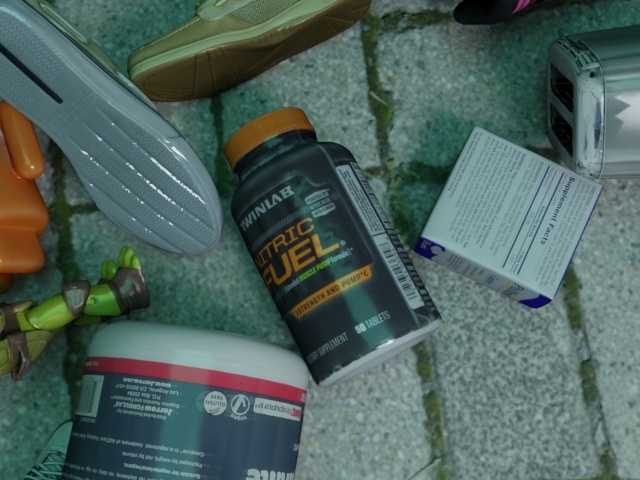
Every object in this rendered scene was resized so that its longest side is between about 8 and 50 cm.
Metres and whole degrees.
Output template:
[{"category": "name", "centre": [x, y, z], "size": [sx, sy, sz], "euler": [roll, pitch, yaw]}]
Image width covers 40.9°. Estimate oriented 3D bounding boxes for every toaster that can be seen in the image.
[{"category": "toaster", "centre": [0.295, -0.127, 0.793], "size": [0.146, 0.227, 0.129], "euler": [-5, 113, 5]}]

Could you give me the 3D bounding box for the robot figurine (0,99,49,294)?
[{"category": "robot figurine", "centre": [-0.339, -0.057, 0.805], "size": [0.128, 0.158, 0.220], "euler": [-18, 76, -35]}]

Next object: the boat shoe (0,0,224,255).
[{"category": "boat shoe", "centre": [-0.194, -0.114, 0.797], "size": [0.109, 0.094, 0.302], "euler": [-30, 116, 23]}]

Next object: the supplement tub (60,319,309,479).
[{"category": "supplement tub", "centre": [-0.119, 0.214, 0.708], "size": [0.191, 0.191, 0.273], "euler": [8, 77, 1]}]

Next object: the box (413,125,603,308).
[{"category": "box", "centre": [0.179, -0.020, 0.830], "size": [0.137, 0.072, 0.126], "euler": [26, 77, 6]}]

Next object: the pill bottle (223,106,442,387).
[{"category": "pill bottle", "centre": [0.000, 0.000, 0.794], "size": [0.130, 0.130, 0.246], "euler": [-26, 77, -7]}]

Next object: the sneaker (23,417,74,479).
[{"category": "sneaker", "centre": [-0.246, 0.225, 0.772], "size": [0.052, 0.058, 0.135], "euler": [21, 76, 4]}]

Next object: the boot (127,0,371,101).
[{"category": "boot", "centre": [-0.104, -0.271, 0.875], "size": [0.261, 0.095, 0.204], "euler": [-27, 79, -9]}]

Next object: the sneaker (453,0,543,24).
[{"category": "sneaker", "centre": [0.212, -0.306, 0.849], "size": [0.482, 0.185, 0.202], "euler": [3, 88, -4]}]

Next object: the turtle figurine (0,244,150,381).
[{"category": "turtle figurine", "centre": [-0.258, 0.071, 0.732], "size": [0.217, 0.269, 0.087], "euler": [-20, 75, -29]}]
